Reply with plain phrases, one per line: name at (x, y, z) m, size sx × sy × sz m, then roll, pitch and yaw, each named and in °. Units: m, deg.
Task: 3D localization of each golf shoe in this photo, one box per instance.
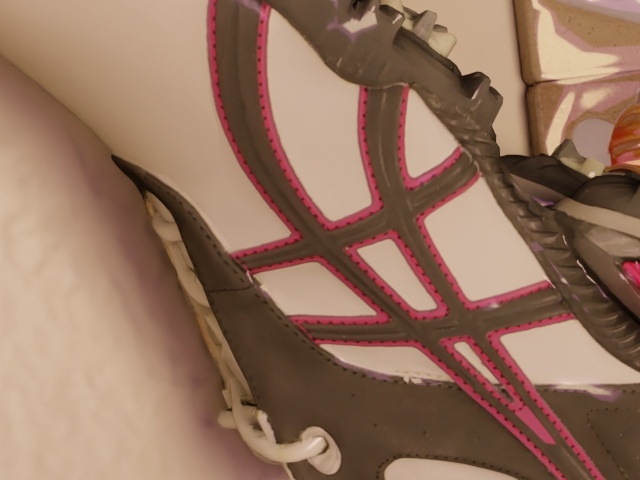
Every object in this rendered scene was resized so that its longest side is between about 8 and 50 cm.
golf shoe at (0.000, 0.000, 0.464) m, size 0.273 × 0.105 × 0.120 m, roll 32°, pitch 91°, yaw -16°

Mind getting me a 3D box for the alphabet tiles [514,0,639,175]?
alphabet tiles at (0.226, -0.036, 0.582) m, size 0.342 × 0.011 × 0.285 m, roll -7°, pitch 93°, yaw -14°
